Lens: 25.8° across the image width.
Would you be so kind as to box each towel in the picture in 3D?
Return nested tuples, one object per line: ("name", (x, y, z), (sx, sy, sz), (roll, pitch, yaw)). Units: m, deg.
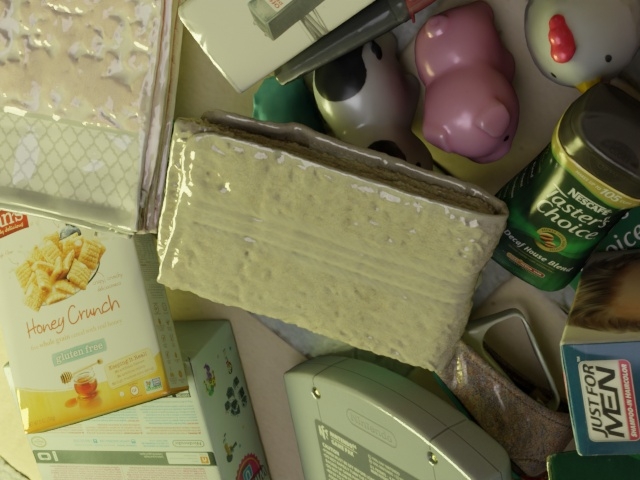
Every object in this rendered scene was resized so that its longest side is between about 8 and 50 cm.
("towel", (0.000, 0.000, 1.175), (0.282, 0.049, 0.187), (19, 130, 4))
("towel", (-0.289, -0.180, 1.295), (0.331, 0.053, 0.317), (11, 106, 16))

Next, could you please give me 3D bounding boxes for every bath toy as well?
("bath toy", (0.102, -0.120, 1.163), (0.348, 0.129, 0.151), (-21, 107, 29))

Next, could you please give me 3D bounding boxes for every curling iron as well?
("curling iron", (0.077, -0.200, 1.138), (0.274, 0.068, 0.035), (-33, 104, 18))

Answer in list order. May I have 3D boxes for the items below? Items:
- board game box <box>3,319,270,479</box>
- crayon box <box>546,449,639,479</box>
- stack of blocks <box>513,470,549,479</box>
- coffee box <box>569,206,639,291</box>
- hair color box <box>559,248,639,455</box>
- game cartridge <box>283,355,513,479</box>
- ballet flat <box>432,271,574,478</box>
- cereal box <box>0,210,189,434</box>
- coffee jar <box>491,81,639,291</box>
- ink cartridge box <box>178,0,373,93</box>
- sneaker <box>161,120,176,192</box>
("board game box", (-0.178, 0.239, 1.483), (0.224, 0.097, 0.303), (-2, 114, 24))
("crayon box", (0.355, 0.204, 1.163), (0.318, 0.202, 0.081), (-8, 76, 10))
("stack of blocks", (0.222, 0.368, 1.396), (0.171, 0.087, 0.297), (7, 118, 18))
("coffee box", (0.268, 0.013, 1.218), (0.113, 0.040, 0.184), (-38, 98, 32))
("hair color box", (0.374, 0.075, 1.086), (0.347, 0.174, 0.105), (-5, 112, 20))
("game cartridge", (0.077, 0.221, 1.315), (0.297, 0.062, 0.198), (23, 127, 50))
("ballet flat", (0.127, 0.079, 1.288), (0.106, 0.107, 0.316), (-40, 103, 13))
("cereal box", (-0.237, 0.053, 1.369), (0.173, 0.047, 0.240), (-19, 81, 23))
("coffee jar", (0.205, -0.041, 1.113), (0.096, 0.079, 0.184), (33, 141, 0))
("ink cartridge box", (0.010, -0.229, 1.122), (0.218, 0.158, 0.092), (-29, 104, 32))
("sneaker", (-0.112, -0.072, 1.314), (0.166, 0.065, 0.076), (25, 119, 6))
